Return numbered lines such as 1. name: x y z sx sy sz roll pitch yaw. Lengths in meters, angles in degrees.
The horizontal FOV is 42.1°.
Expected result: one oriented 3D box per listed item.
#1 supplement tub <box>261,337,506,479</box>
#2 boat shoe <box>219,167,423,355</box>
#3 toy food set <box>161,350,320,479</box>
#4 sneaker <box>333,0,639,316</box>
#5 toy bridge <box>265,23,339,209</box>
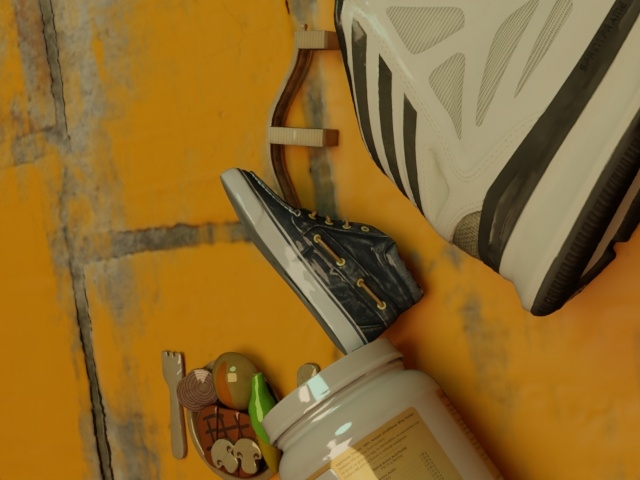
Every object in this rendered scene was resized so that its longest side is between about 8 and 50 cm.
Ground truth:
1. supplement tub: 0.059 0.189 0.627 0.144 0.144 0.199 -44 71 29
2. boat shoe: 0.000 0.000 0.676 0.083 0.065 0.183 -37 83 -11
3. toy food set: -0.087 0.169 0.786 0.192 0.038 0.132 -1 95 34
4. sneaker: 0.132 -0.189 0.492 0.257 0.169 0.447 38 127 25
5. toy bridge: -0.017 -0.090 0.717 0.063 0.026 0.188 8 101 34
